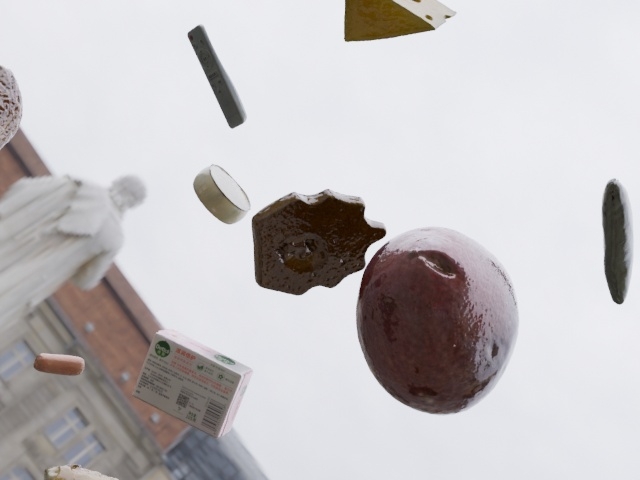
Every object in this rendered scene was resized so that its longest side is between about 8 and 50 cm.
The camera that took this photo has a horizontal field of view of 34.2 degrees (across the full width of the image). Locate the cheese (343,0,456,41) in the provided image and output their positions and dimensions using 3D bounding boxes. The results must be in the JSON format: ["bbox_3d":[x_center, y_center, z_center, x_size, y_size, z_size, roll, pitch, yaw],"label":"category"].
[{"bbox_3d":[0.134,-0.389,1.742,0.171,0.093,0.126,18,-56,25],"label":"cheese"}]

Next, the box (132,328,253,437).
[{"bbox_3d":[-0.155,0.172,1.260,0.125,0.043,0.089,25,-80,14],"label":"box"}]

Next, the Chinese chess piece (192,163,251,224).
[{"bbox_3d":[-0.189,-0.087,1.983,0.122,0.051,0.122,47,16,-18],"label":"Chinese chess piece"}]

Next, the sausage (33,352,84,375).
[{"bbox_3d":[-0.431,0.205,1.716,0.034,0.083,0.034,-22,-117,53],"label":"sausage"}]

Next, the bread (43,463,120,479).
[{"bbox_3d":[-0.128,0.223,0.707,0.054,0.136,0.154,-117,-143,-55],"label":"bread"}]

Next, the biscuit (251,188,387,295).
[{"bbox_3d":[-0.001,-0.001,1.624,0.034,0.215,0.182,-119,-157,-53],"label":"biscuit"}]

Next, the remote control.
[{"bbox_3d":[-0.175,-0.284,1.794,0.050,0.027,0.184,-17,-80,52],"label":"remote control"}]

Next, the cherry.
[{"bbox_3d":[0.162,0.108,1.480,0.221,0.261,0.307,3,-36,31],"label":"cherry"}]

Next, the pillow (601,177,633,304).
[{"bbox_3d":[0.505,-0.007,1.758,0.051,0.093,0.241,3,-59,27],"label":"pillow"}]

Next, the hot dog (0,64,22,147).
[{"bbox_3d":[-0.549,-0.183,1.605,0.161,0.226,0.099,-3,-44,32],"label":"hot dog"}]
